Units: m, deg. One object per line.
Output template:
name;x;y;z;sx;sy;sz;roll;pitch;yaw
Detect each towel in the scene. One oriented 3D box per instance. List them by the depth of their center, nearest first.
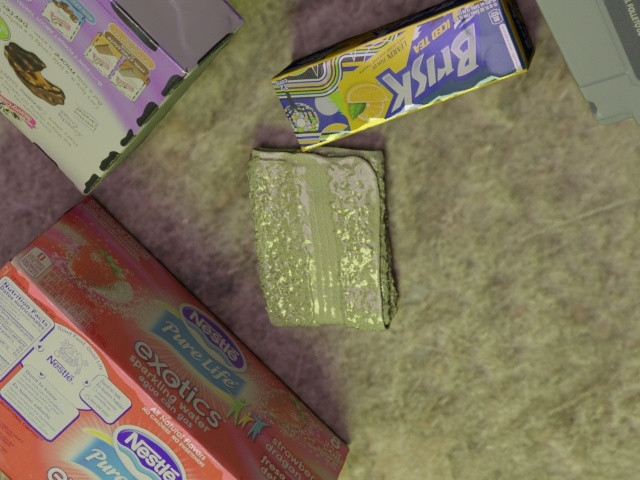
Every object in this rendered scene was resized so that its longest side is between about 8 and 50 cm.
towel;0.000;0.000;0.911;0.110;0.027;0.148;1;112;17

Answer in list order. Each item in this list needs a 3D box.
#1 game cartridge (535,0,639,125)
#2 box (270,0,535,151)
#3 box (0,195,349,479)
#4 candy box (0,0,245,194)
game cartridge;0.208;-0.185;0.682;0.196;0.060;0.294;-13;143;24
box;0.057;-0.119;0.830;0.169;0.054;0.059;-18;106;21
box;-0.142;0.134;0.943;0.300;0.142;0.154;44;117;-5
candy box;-0.168;-0.144;0.831;0.165;0.070;0.196;45;144;-6
